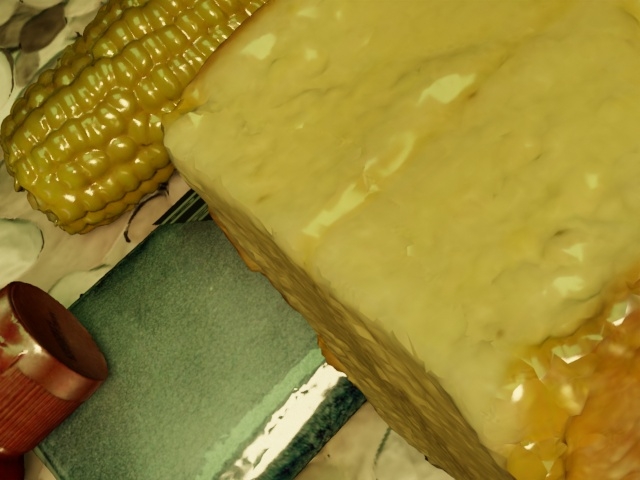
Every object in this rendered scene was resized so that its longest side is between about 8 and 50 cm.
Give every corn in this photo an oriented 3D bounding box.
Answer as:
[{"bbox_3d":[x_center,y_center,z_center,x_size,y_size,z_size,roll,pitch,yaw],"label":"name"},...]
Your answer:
[{"bbox_3d":[-0.048,-0.148,0.745,0.363,0.120,0.120,-46,49,-2],"label":"corn"}]

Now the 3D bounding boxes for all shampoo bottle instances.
[{"bbox_3d":[-0.243,0.151,0.638,0.314,0.076,0.118,-44,46,8],"label":"shampoo bottle"}]

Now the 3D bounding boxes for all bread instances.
[{"bbox_3d":[0.134,-0.020,0.458,0.279,0.279,0.207,-46,47,-5],"label":"bread"}]

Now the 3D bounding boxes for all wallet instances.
[{"bbox_3d":[0.000,0.000,0.661,0.379,0.046,0.191,-46,47,-5],"label":"wallet"}]

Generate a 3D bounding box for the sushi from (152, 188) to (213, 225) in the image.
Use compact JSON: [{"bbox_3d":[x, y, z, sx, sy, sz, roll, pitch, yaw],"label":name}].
[{"bbox_3d":[0.016,-0.055,0.587,0.192,0.050,0.215,-44,10,-9],"label":"sushi"}]
